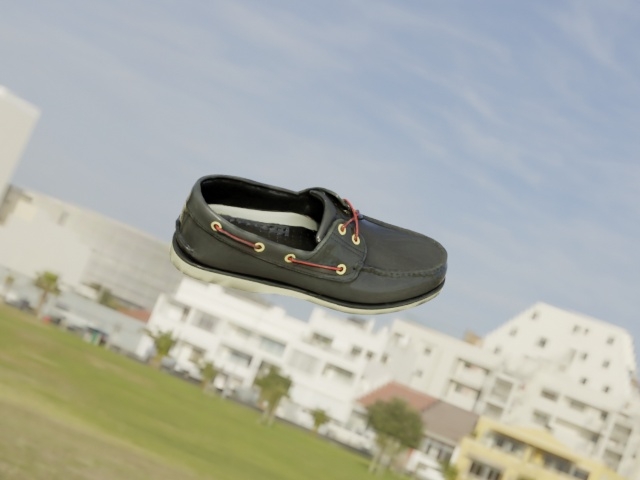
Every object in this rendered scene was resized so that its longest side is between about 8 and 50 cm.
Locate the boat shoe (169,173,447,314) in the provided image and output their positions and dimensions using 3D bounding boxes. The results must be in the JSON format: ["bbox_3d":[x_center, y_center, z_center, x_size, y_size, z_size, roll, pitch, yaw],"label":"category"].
[{"bbox_3d":[0.000,0.001,0.555,0.133,0.042,0.049,10,39,-18],"label":"boat shoe"}]
